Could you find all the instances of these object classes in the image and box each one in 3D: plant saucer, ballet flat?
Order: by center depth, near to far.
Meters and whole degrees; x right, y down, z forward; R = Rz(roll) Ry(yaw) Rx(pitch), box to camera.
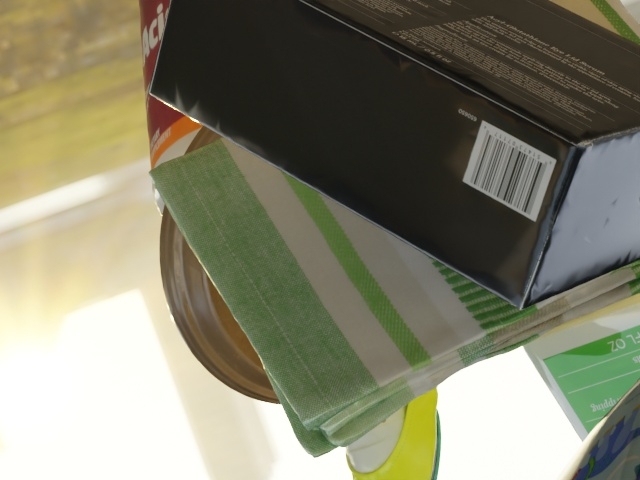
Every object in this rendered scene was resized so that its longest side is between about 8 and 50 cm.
[{"bbox_3d":[0.048,0.099,1.381,0.077,0.231,0.077,30,151,-31],"label":"ballet flat"},{"bbox_3d":[0.000,0.000,1.575,0.278,0.278,0.041,-22,-161,-29],"label":"plant saucer"}]

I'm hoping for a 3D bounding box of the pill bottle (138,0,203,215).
[{"bbox_3d":[-0.073,-0.213,1.992,0.224,0.392,0.224,-5,152,-3],"label":"pill bottle"}]

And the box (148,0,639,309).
[{"bbox_3d":[0.067,-0.081,1.072,0.261,0.103,0.184,31,-150,28],"label":"box"}]

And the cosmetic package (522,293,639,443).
[{"bbox_3d":[0.338,0.166,1.401,0.197,0.366,0.155,-27,-173,46],"label":"cosmetic package"}]

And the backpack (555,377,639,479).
[{"bbox_3d":[0.178,0.200,0.873,0.356,0.273,0.290,-83,-162,-44],"label":"backpack"}]

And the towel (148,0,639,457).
[{"bbox_3d":[0.088,-0.027,1.194,0.324,0.248,0.038,-26,141,-8],"label":"towel"}]
